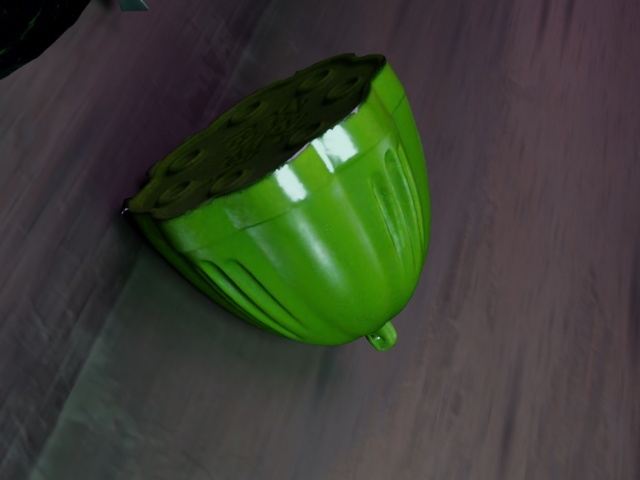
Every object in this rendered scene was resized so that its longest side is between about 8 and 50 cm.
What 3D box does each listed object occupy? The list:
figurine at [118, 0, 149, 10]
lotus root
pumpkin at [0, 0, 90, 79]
[{"bbox_3d":[-0.164,-0.229,1.203,0.126,0.147,0.192,0,33,-30],"label":"figurine"},{"bbox_3d":[0.000,0.000,1.133,0.186,0.186,0.186,33,33,-25],"label":"lotus root"},{"bbox_3d":[-0.247,-0.201,0.959,0.315,0.238,0.315,54,19,-28],"label":"pumpkin"}]
